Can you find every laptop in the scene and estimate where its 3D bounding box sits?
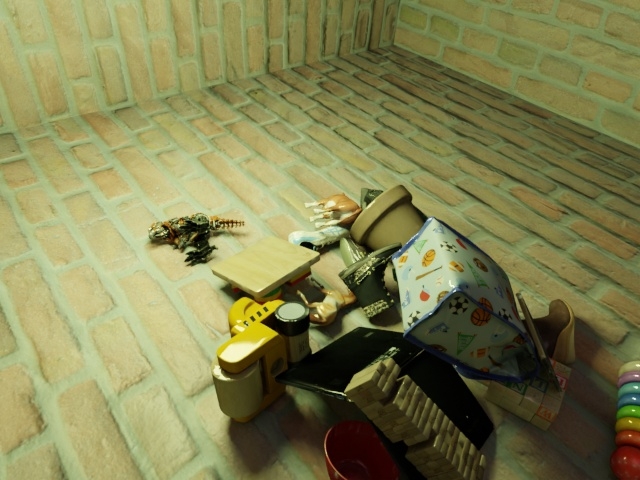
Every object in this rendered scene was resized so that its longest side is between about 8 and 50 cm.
[{"bbox_3d":[0.170,0.412,1.209,0.408,0.236,0.382,0,11,39],"label":"laptop"}]

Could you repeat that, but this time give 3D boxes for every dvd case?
[{"bbox_3d":[0.583,0.269,1.267,0.018,0.164,0.221,-24,34,20],"label":"dvd case"}]

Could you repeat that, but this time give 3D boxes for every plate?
[{"bbox_3d":[0.353,-0.111,1.830,0.188,0.188,0.024,40,91,34],"label":"plate"}]

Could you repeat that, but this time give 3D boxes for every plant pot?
[{"bbox_3d":[0.274,-0.028,1.669,0.263,0.263,0.229,-31,69,-34],"label":"plant pot"}]

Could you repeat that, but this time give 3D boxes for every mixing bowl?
[{"bbox_3d":[0.086,0.516,1.085,0.181,0.098,0.181,13,27,-7],"label":"mixing bowl"}]

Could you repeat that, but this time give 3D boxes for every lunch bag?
[{"bbox_3d":[0.399,0.177,1.278,0.385,0.239,0.328,29,33,-19],"label":"lunch bag"}]

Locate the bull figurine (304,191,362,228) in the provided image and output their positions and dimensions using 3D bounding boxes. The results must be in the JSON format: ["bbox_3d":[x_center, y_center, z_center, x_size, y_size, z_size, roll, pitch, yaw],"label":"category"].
[{"bbox_3d":[0.050,-0.114,1.746,0.188,0.101,0.310,-15,9,-9],"label":"bull figurine"}]

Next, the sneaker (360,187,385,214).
[{"bbox_3d":[0.221,-0.135,1.884,0.130,0.087,0.227,2,35,6],"label":"sneaker"}]

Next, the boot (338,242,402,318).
[{"bbox_3d":[0.195,0.125,1.518,0.236,0.085,0.179,-27,82,-17],"label":"boot"}]

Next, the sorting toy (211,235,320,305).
[{"bbox_3d":[-0.171,0.102,1.525,0.255,0.089,0.257,-31,34,-34],"label":"sorting toy"}]

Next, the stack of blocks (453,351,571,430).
[{"bbox_3d":[0.516,0.366,1.324,0.297,0.087,0.171,26,44,23],"label":"stack of blocks"}]

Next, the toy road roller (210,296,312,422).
[{"bbox_3d":[-0.185,0.289,1.274,0.240,0.202,0.329,19,36,34],"label":"toy road roller"}]

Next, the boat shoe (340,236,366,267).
[{"bbox_3d":[0.131,0.076,1.639,0.068,0.081,0.228,-9,50,-18],"label":"boat shoe"}]

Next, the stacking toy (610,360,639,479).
[{"bbox_3d":[0.814,0.474,1.215,0.141,0.141,0.330,26,52,23],"label":"stacking toy"}]

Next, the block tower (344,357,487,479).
[{"bbox_3d":[0.209,0.399,1.003,0.335,0.097,0.091,48,39,-2],"label":"block tower"}]

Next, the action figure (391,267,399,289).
[{"bbox_3d":[0.371,0.129,1.594,0.232,0.063,0.137,-11,70,-17],"label":"action figure"}]

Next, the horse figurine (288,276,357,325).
[{"bbox_3d":[0.008,0.194,1.476,0.174,0.066,0.263,31,31,10],"label":"horse figurine"}]

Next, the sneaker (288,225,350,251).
[{"bbox_3d":[0.000,0.000,1.722,0.237,0.085,0.086,-9,68,-21],"label":"sneaker"}]

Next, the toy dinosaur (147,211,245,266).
[{"bbox_3d":[-0.443,-0.047,1.682,0.322,0.164,0.218,-27,29,-4],"label":"toy dinosaur"}]

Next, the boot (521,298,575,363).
[{"bbox_3d":[0.666,0.258,1.463,0.207,0.090,0.248,13,45,7],"label":"boot"}]
